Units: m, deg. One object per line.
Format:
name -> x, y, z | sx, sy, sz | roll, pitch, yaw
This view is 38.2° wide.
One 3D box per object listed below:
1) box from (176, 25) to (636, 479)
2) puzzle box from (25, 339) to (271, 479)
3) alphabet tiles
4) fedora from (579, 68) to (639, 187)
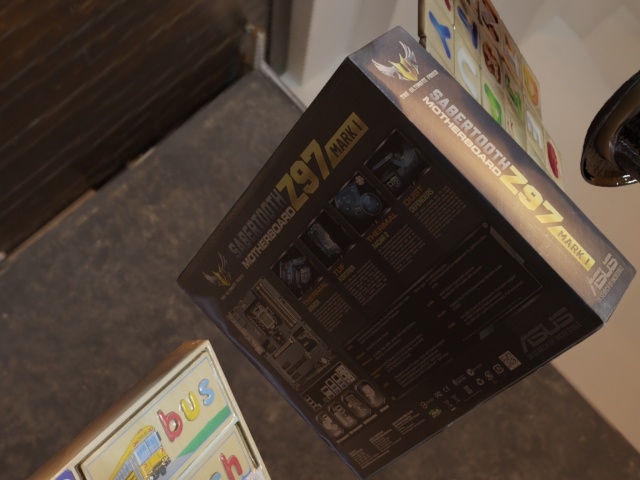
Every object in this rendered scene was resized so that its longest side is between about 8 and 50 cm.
box -> 0.034, 0.021, 0.541 | 0.059, 0.183, 0.233 | -41, 175, -45
puzzle box -> -0.235, 0.353, 1.287 | 0.052, 0.272, 0.409 | -11, -161, 35
alphabet tiles -> 0.170, -0.105, 0.862 | 0.011, 0.285, 0.342 | -15, 143, 28
fedora -> 0.535, -0.140, 1.291 | 0.333, 0.153, 0.334 | -20, 148, -13
